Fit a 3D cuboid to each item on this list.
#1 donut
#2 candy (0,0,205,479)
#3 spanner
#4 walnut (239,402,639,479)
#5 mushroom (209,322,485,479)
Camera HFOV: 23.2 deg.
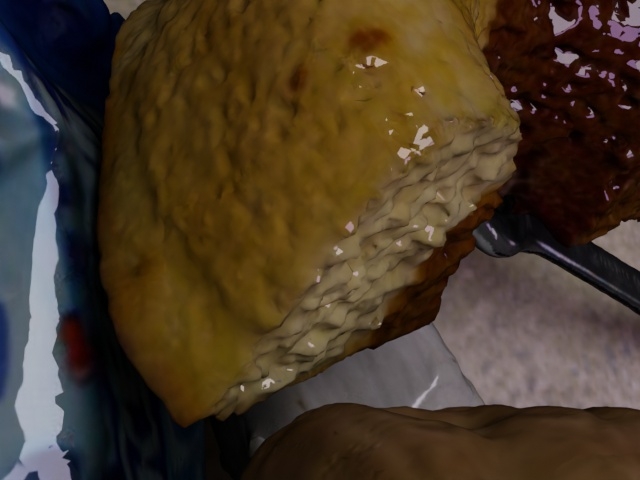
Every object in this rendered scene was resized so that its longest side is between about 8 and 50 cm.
[{"bbox_3d":[0.043,-0.067,0.512,0.295,0.112,0.151,-19,70,-47],"label":"donut"},{"bbox_3d":[-0.083,0.064,0.484,0.187,0.077,0.331,35,50,-67],"label":"candy"},{"bbox_3d":[0.127,0.017,0.660,0.254,0.015,0.054,26,42,-46],"label":"spanner"},{"bbox_3d":[0.051,0.139,0.402,0.228,0.228,0.228,12,68,-31],"label":"walnut"},{"bbox_3d":[-0.002,0.002,0.583,0.099,0.096,0.278,16,56,-42],"label":"mushroom"}]
